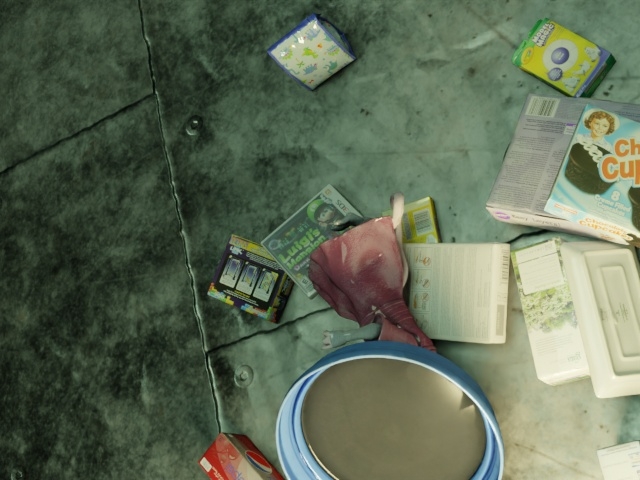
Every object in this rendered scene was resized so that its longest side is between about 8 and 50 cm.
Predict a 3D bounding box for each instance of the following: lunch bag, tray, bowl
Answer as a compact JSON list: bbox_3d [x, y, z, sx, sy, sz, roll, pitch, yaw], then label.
[{"bbox_3d":[-0.023,-0.401,2.105,0.129,0.151,0.096,-35,62,19],"label":"lunch bag"},{"bbox_3d":[0.495,0.121,1.676,0.145,0.030,0.270,-4,69,-15],"label":"tray"},{"bbox_3d":[0.118,0.344,1.737,0.391,0.077,0.391,5,117,11],"label":"bowl"}]

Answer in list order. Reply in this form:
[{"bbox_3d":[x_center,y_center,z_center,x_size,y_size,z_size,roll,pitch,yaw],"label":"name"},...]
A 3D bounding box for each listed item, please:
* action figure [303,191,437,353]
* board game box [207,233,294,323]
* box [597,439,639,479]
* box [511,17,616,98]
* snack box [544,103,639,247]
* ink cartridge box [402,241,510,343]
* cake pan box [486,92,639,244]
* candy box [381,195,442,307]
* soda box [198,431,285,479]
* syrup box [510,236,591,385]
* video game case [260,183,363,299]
[{"bbox_3d":[0.124,0.145,1.848,0.276,0.248,0.370,-31,69,-6],"label":"action figure"},{"bbox_3d":[-0.138,0.079,2.105,0.170,0.048,0.141,21,86,33],"label":"board game box"},{"bbox_3d":[0.502,0.392,1.595,0.072,0.126,0.137,-20,68,23],"label":"box"},{"bbox_3d":[0.444,-0.340,1.877,0.179,0.043,0.105,39,97,34],"label":"box"},{"bbox_3d":[0.548,-0.079,1.638,0.322,0.060,0.187,22,73,9],"label":"snack box"},{"bbox_3d":[0.240,0.094,1.859,0.224,0.056,0.181,-1,84,46],"label":"ink cartridge box"},{"bbox_3d":[0.446,-0.132,1.777,0.267,0.070,0.246,11,68,32],"label":"cake pan box"},{"bbox_3d":[0.185,0.026,1.939,0.105,0.027,0.206,-19,69,27],"label":"candy box"},{"bbox_3d":[-0.116,0.490,1.954,0.263,0.092,0.083,43,99,32],"label":"soda box"},{"bbox_3d":[0.409,0.123,1.740,0.093,0.096,0.237,-20,68,27],"label":"syrup box"},{"bbox_3d":[0.000,0.000,2.028,0.190,0.022,0.173,-41,59,-4],"label":"video game case"}]
